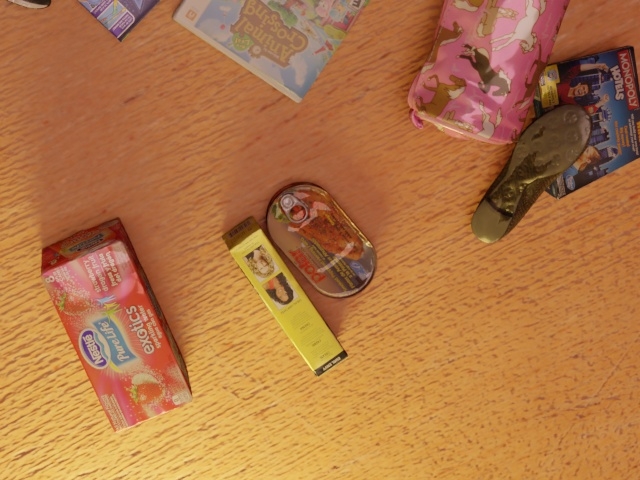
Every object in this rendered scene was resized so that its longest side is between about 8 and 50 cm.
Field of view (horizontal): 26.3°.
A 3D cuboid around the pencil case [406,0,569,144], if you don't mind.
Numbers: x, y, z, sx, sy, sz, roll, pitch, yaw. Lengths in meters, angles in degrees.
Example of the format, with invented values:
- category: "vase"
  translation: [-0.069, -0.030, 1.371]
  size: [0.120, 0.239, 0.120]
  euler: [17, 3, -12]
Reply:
- category: "pencil case"
  translation: [0.241, -0.316, 1.846]
  size: [0.160, 0.167, 0.386]
  euler: [-2, 112, -54]

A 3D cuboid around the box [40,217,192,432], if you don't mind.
- category: "box"
  translation: [-0.280, 0.115, 1.887]
  size: [0.123, 0.128, 0.256]
  euler: [-23, 108, -3]

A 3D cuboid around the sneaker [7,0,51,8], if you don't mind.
- category: "sneaker"
  translation: [-0.403, -0.333, 1.788]
  size: [0.109, 0.040, 0.043]
  euler: [18, 100, -14]

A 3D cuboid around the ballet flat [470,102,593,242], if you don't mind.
- category: "ballet flat"
  translation: [0.299, -0.096, 1.931]
  size: [0.084, 0.058, 0.250]
  euler: [41, 120, 13]

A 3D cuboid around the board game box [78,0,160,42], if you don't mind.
- category: "board game box"
  translation: [-0.243, -0.380, 1.805]
  size: [0.201, 0.035, 0.136]
  euler: [-44, 108, 4]

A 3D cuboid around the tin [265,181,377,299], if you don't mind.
- category: "tin"
  translation: [0.000, 0.000, 1.953]
  size: [0.106, 0.040, 0.189]
  euler: [-41, 108, -2]

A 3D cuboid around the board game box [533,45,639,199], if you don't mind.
- category: "board game box"
  translation: [0.406, -0.177, 1.962]
  size: [0.194, 0.060, 0.194]
  euler: [-14, 107, -7]

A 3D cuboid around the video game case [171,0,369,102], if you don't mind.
- category: "video game case"
  translation: [-0.061, -0.322, 1.859]
  size: [0.212, 0.023, 0.193]
  euler: [33, 98, -17]

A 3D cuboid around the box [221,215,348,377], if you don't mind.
- category: "box"
  translation: [-0.051, 0.080, 1.941]
  size: [0.058, 0.087, 0.232]
  euler: [-35, 107, -1]
